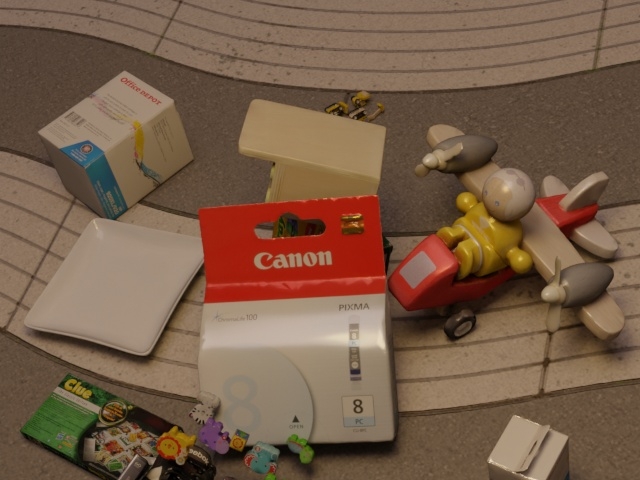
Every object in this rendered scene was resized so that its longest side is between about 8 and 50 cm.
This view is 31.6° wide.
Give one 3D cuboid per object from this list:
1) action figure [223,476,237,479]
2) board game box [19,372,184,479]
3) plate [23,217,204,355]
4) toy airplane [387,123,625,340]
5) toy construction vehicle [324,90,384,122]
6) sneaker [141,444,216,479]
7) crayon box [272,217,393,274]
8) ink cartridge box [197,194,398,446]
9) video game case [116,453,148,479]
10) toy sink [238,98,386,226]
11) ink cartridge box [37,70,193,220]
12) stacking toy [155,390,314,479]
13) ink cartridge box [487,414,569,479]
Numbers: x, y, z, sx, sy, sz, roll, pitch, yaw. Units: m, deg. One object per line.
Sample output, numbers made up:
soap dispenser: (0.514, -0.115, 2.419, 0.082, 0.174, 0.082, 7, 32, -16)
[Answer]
action figure: (-0.044, 0.447, 1.670, 0.285, 0.099, 0.185, 16, 61, 30)
board game box: (-0.370, 0.324, 1.912, 0.259, 0.030, 0.136, 20, 58, 28)
plate: (-0.371, 0.089, 2.112, 0.278, 0.045, 0.277, 11, 53, 22)
toy airplane: (0.331, -0.028, 1.889, 0.386, 0.272, 0.384, 10, 56, 11)
toy construction vehicle: (0.071, -0.268, 2.340, 0.098, 0.035, 0.086, -31, 38, -18)
sneaker: (-0.219, 0.366, 1.676, 0.097, 0.276, 0.135, 35, 85, -1)
crayon box: (0.000, 0.000, 1.993, 0.081, 0.202, 0.318, -15, 43, -25)
ink cartridge box: (-0.043, 0.132, 1.801, 0.308, 0.385, 0.091, -4, 6, 11)
video game case: (-0.343, 0.435, 1.665, 0.026, 0.196, 0.274, 36, 75, 1)
toy sink: (-0.020, -0.120, 1.873, 0.234, 0.131, 0.153, 12, 39, -2)
ink cartridge box: (-0.409, -0.192, 2.290, 0.232, 0.168, 0.171, -40, 52, -21)
stacking toy: (-0.122, 0.316, 1.706, 0.221, 0.052, 0.167, 24, 16, 4)
ink cartridge box: (0.307, 0.332, 1.662, 0.090, 0.143, 0.092, 19, 55, 27)
